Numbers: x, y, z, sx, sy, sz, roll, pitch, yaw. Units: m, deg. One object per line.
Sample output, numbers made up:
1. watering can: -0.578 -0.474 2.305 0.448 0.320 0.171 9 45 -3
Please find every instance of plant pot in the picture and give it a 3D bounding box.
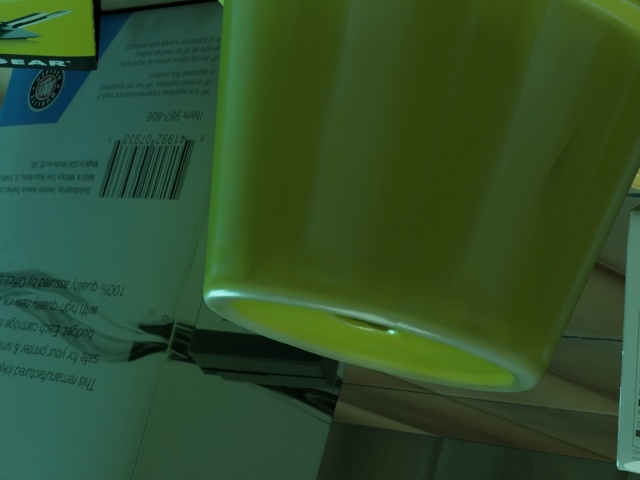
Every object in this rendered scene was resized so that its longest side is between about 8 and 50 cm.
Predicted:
1. plant pot: 0.051 -0.063 0.818 0.254 0.239 0.254 15 169 3

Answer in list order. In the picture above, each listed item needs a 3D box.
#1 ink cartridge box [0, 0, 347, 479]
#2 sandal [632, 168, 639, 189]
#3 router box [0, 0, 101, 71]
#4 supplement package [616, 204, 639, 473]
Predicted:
1. ink cartridge box: -0.125 0.050 1.199 0.166 0.395 0.285 25 166 -40
2. sandal: 0.267 -0.015 1.195 0.265 0.076 0.102 16 169 -7
3. router box: -0.278 -0.168 0.959 0.309 0.081 0.243 1 170 -5
4. supplement package: 0.300 0.030 0.912 0.204 0.145 0.262 9 -160 28
